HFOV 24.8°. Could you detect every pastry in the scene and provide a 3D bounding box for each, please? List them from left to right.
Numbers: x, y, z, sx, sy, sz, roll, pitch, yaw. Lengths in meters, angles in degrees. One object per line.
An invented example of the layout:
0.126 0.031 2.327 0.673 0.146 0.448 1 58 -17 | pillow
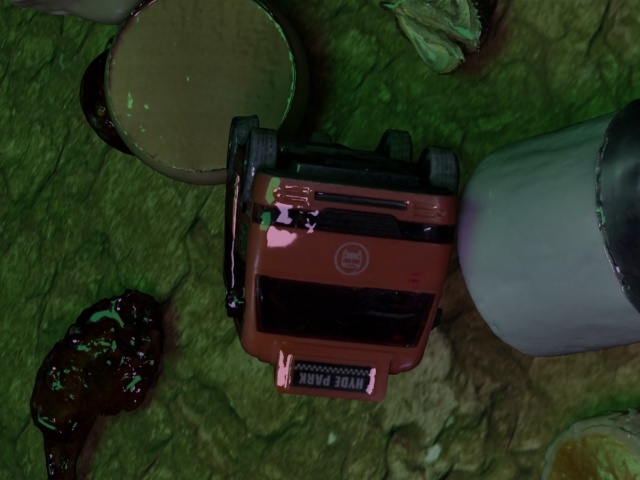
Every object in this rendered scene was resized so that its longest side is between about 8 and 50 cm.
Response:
0.283 0.232 1.360 0.166 0.088 0.165 -6 81 44 | pastry

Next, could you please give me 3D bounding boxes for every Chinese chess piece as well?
-0.138 -0.191 1.761 0.250 0.103 0.249 0 86 6 | Chinese chess piece

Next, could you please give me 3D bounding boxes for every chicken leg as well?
-0.323 0.231 2.003 0.158 0.096 0.407 34 113 22 | chicken leg

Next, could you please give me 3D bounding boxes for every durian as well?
0.132 -0.241 1.590 0.140 0.071 0.110 24 108 32 | durian

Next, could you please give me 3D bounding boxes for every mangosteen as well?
-0.228 -0.196 1.914 0.172 0.172 0.184 -47 12 32 | mangosteen

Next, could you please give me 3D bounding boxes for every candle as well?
0.257 -0.004 1.322 0.343 0.221 0.221 -17 73 47 | candle

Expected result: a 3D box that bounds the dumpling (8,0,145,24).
-0.202 -0.411 1.830 0.316 0.395 0.233 3 131 37 | dumpling

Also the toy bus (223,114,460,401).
0.000 0.000 1.475 0.427 0.203 0.232 -126 42 -79 | toy bus
